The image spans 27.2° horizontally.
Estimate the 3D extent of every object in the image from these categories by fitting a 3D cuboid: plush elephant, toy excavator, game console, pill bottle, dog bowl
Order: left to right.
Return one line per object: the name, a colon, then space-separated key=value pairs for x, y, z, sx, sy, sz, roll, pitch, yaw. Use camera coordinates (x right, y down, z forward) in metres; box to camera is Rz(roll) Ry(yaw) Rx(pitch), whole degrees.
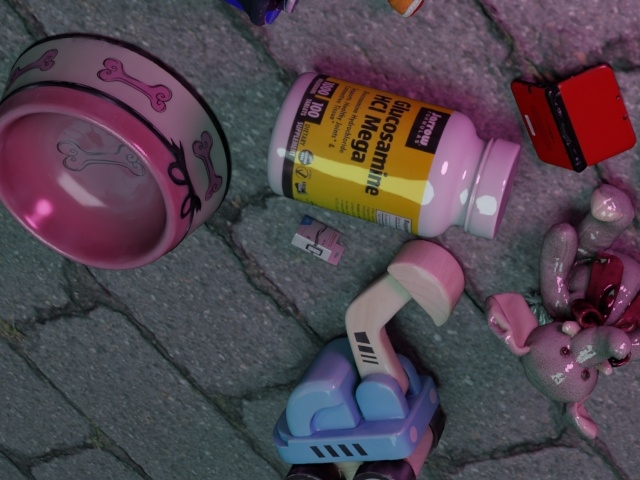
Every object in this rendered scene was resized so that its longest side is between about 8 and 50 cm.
dog bowl: x=-0.360 y=-0.123 z=2.137 sx=0.408 sy=0.150 sz=0.408 roll=14 pitch=136 yaw=14
toy excavator: x=0.080 y=0.231 z=2.236 sx=0.433 sy=0.222 sz=0.445 roll=-9 pitch=117 yaw=31
pill bottle: x=0.106 y=-0.113 z=1.890 sx=0.334 sy=0.188 sz=0.187 roll=16 pitch=136 yaw=11
game console: x=0.350 y=-0.176 z=1.839 sx=0.124 sy=0.085 sz=0.144 roll=24 pitch=147 yaw=52
plush elephant: x=0.390 y=0.125 z=1.927 sx=0.272 sy=0.255 sz=0.330 roll=41 pitch=135 yaw=-14

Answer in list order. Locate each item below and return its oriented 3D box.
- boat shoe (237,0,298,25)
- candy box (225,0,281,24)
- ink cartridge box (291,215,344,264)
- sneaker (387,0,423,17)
boat shoe: x=-0.053 y=-0.405 z=1.532 sx=0.158 sy=0.127 sz=0.340 roll=48 pitch=148 yaw=17
candy box: x=-0.143 y=-0.472 z=1.720 sx=0.317 sy=0.122 sz=0.268 roll=30 pitch=136 yaw=0
ink cartridge box: x=0.000 y=0.000 z=2.150 sx=0.083 sy=0.048 sz=0.028 roll=27 pitch=137 yaw=-1
sneaker: x=0.137 y=-0.363 z=1.732 sx=0.067 sy=0.064 sz=0.175 roll=43 pitch=133 yaw=-2
